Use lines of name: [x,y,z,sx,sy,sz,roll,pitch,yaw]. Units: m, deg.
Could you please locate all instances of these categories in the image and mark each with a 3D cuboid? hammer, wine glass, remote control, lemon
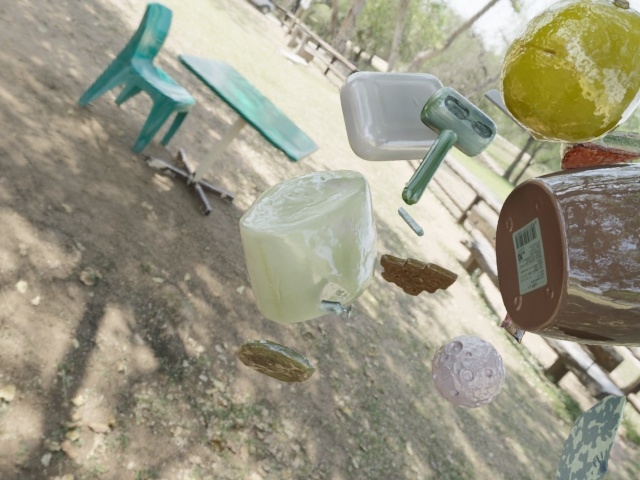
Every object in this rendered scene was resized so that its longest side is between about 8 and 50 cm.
hammer: [0.313,-0.230,1.430,0.206,0.335,0.119,36,-11,-6]
wine glass: [0.039,0.174,1.382,0.083,0.039,0.042,9,19,17]
remote control: [0.762,-0.521,2.160,0.067,0.029,0.261,-22,56,-19]
lemon: [0.598,-0.399,1.268,0.348,0.348,0.348,29,21,-12]

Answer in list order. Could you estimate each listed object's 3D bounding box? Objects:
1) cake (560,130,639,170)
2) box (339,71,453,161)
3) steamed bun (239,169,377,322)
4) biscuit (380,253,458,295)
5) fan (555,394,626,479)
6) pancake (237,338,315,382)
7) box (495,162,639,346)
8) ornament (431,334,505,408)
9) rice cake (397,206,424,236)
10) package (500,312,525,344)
cake: [0.767,-0.264,1.463,0.117,0.220,0.086,46,40,-58]
box: [0.238,-0.381,1.653,0.349,0.141,0.289,-4,74,-18]
steamed bun: [0.000,0.000,1.532,0.290,0.371,0.456,16,37,31]
biscuit: [0.368,0.130,1.987,0.301,0.043,0.278,1,-33,34]
fan: [0.461,0.364,0.929,0.009,0.240,0.131,22,7,-5]
pancake: [-0.126,0.352,1.515,0.242,0.242,0.050,29,58,-12]
box: [0.421,0.021,0.844,0.216,0.301,0.301,2,26,-6]
ornament: [0.518,0.458,1.910,0.225,0.259,0.259,59,11,-24]
rice cake: [0.364,-0.078,2.184,0.033,0.033,0.208,64,-3,-36]
package: [0.756,0.335,2.096,0.200,0.083,0.022,37,-10,-39]
